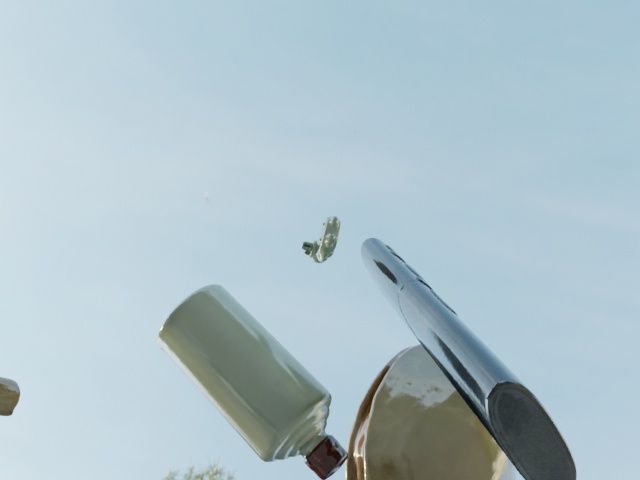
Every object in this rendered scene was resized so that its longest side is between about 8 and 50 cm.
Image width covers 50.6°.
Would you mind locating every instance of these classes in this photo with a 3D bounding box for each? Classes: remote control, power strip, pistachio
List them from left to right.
[{"bbox_3d":[0.000,0.000,0.776,0.035,0.083,0.055,15,-114,-7],"label":"power strip"},{"bbox_3d":[0.206,0.385,1.205,0.281,0.445,0.365,-27,-70,44],"label":"pistachio"},{"bbox_3d":[0.112,0.086,0.627,0.044,0.377,0.107,-30,-73,0],"label":"remote control"}]

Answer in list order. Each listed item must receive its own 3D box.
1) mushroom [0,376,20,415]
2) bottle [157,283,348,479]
[{"bbox_3d":[-0.580,0.220,1.047,0.215,0.207,0.207,28,-80,-28],"label":"mushroom"},{"bbox_3d":[-0.068,0.163,0.749,0.245,0.104,0.104,42,-81,18],"label":"bottle"}]
